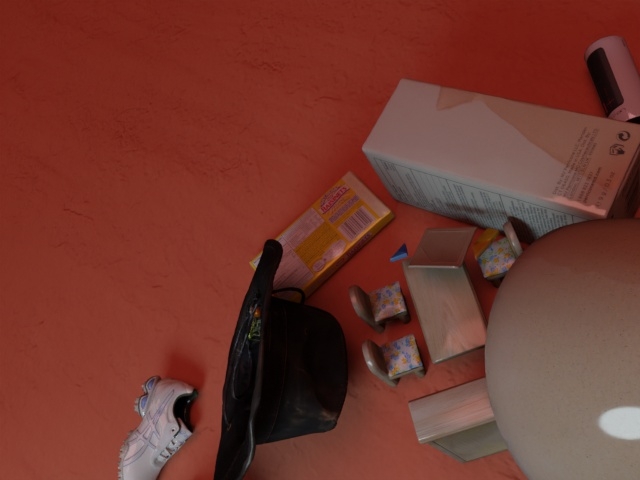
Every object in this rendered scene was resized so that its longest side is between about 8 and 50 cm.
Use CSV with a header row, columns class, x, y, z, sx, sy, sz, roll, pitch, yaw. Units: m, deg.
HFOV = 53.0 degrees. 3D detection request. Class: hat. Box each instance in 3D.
class,x,y,z,sx,sy,sz,roll,pitch,yaw
hat,-0.042,0.165,0.782,0.133,0.331,0.332,15,68,-11

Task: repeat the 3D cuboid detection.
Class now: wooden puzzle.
class,x,y,z,sx,sy,sz,roll,pitch,yaw
wooden puzzle,0.146,0.010,0.757,0.116,0.014,0.079,6,46,43

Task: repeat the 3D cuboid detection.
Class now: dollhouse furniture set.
class,x,y,z,sx,sy,sz,roll,pitch,yaw
dollhouse furniture set,0.150,0.106,0.725,0.212,0.161,0.242,-23,57,15

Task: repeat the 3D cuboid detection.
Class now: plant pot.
class,x,y,z,sx,sy,sz,roll,pitch,yaw
plant pot,0.311,0.106,0.538,0.191,0.284,0.284,-26,41,68

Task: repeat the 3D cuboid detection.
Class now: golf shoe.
class,x,y,z,sx,sy,sz,roll,pitch,yaw
golf shoe,-0.222,0.277,0.889,0.085,0.069,0.176,0,67,20

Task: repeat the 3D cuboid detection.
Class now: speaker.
class,x,y,z,sx,sy,sz,roll,pitch,yaw
speaker,0.385,-0.194,0.824,0.055,0.055,0.136,-16,60,19

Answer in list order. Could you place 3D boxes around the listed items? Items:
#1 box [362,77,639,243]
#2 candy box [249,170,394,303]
class,x,y,z,sx,sy,sz,roll,pitch,yaw
box,0.224,-0.089,0.799,0.311,0.148,0.121,22,77,32
candy box,0.000,0.000,0.937,0.206,0.027,0.105,-42,52,2
